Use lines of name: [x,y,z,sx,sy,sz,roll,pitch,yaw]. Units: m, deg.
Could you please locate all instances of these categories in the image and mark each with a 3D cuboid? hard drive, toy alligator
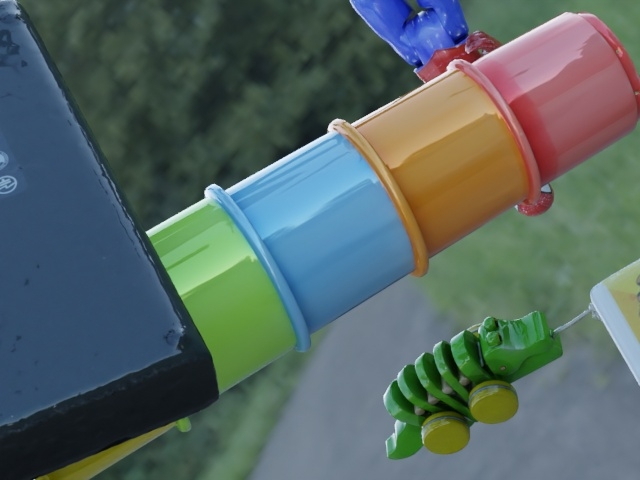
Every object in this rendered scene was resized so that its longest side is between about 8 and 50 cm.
hard drive: [-0.092,0.003,0.429,0.094,0.135,0.022,-21,-41,-13]
toy alligator: [0.096,0.068,1.051,0.189,0.051,0.056,-37,36,28]

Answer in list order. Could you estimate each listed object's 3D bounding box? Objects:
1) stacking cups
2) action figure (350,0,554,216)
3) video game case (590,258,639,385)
stacking cups: [0.000,0.000,0.787,0.316,0.096,0.096,-29,-8,-8]
action figure: [0.053,-0.122,1.059,0.091,0.280,0.139,-31,10,20]
video game case: [0.230,0.061,0.582,0.206,0.227,0.026,-31,-21,9]
